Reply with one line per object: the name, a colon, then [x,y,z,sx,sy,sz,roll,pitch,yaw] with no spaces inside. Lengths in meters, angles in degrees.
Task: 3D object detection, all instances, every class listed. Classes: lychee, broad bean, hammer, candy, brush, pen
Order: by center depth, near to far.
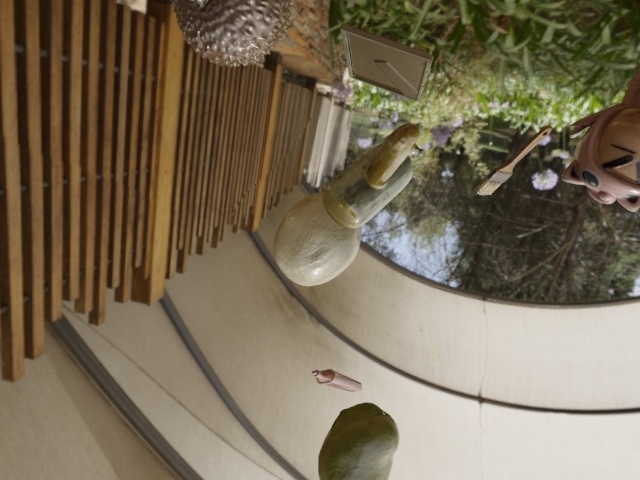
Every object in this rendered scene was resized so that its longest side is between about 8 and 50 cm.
broad bean: [0.062,0.345,0.706,0.125,0.174,0.082,20,177,-9]
brush: [0.336,-0.136,0.769,0.043,0.170,0.014,2,-124,-27]
hammer: [0.114,-0.134,0.802,0.113,0.202,0.305,45,164,2]
pen: [0.037,0.349,1.104,0.053,0.032,0.197,-19,145,28]
candy: [0.000,0.000,1.277,0.296,0.295,0.185,-3,-156,-39]
lychee: [-0.277,-0.766,1.457,0.381,0.379,0.432,18,-163,24]

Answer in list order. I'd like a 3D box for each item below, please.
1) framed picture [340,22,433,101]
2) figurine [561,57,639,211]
framed picture: [0.185,-0.493,1.255,0.248,0.022,0.335,22,-176,8]
figurine: [0.542,-0.201,0.739,0.176,0.287,0.186,37,-173,15]
